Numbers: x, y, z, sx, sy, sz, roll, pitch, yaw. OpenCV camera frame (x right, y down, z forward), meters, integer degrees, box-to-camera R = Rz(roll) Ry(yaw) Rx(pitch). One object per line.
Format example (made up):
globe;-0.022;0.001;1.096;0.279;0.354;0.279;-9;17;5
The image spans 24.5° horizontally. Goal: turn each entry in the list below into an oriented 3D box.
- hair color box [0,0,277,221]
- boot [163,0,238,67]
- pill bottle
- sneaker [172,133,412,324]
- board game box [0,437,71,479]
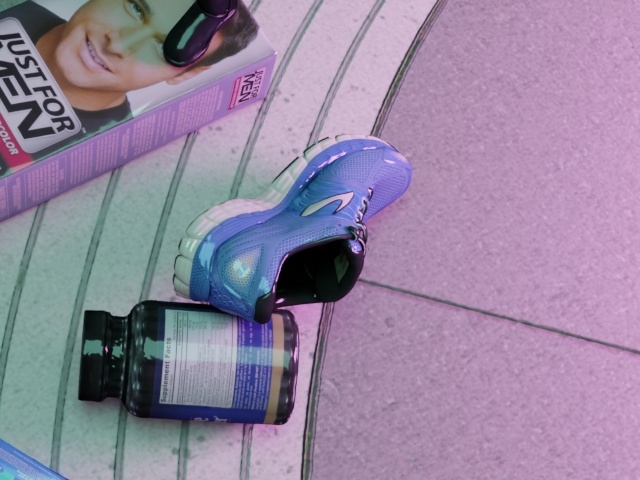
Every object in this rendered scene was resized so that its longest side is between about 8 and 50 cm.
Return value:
hair color box;-0.257;-0.180;1.632;0.374;0.113;0.185;-27;74;-20
boot;-0.123;-0.251;1.570;0.045;0.099;0.121;37;66;8
pill bottle;-0.137;0.124;1.518;0.219;0.123;0.123;4;66;-8
sneaker;0.000;0.000;1.551;0.147;0.130;0.330;32;45;24
board game box;-0.368;0.288;1.447;0.160;0.047;0.210;31;65;3
